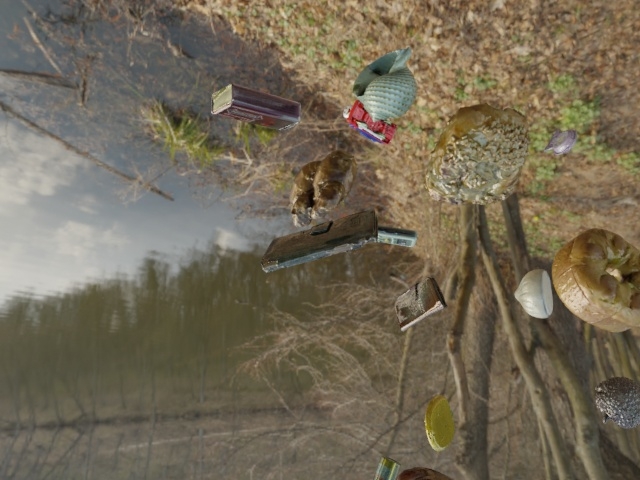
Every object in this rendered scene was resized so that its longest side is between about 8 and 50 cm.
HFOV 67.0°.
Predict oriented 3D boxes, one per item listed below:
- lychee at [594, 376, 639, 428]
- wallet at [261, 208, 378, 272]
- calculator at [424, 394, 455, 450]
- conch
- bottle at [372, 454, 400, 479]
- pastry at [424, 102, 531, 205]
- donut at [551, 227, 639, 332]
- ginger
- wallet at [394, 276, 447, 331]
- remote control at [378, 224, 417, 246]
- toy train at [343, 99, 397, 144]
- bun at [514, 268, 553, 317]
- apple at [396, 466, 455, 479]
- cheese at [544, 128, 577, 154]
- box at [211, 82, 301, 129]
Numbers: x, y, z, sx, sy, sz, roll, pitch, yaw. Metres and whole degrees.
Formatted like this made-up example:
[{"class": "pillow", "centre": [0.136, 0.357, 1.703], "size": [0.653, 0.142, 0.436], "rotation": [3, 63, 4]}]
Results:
[{"class": "lychee", "centre": [0.461, 0.250, 0.743], "size": [0.067, 0.083, 0.068], "rotation": [42, 168, -23]}, {"class": "wallet", "centre": [0.000, -0.001, 1.300], "size": [0.316, 0.169, 0.044], "rotation": [-16, 114, 15]}, {"class": "calculator", "centre": [0.371, 0.557, 1.488], "size": [0.032, 0.146, 0.235], "rotation": [-18, 174, 30]}, {"class": "conch", "centre": [0.188, -0.402, 1.288], "size": [0.131, 0.200, 0.172], "rotation": [48, 169, -32]}, {"class": "bottle", "centre": [0.220, 0.976, 1.840], "size": [0.082, 0.286, 0.082], "rotation": [22, 165, 7]}, {"class": "pastry", "centre": [0.403, -0.195, 1.236], "size": [0.255, 0.162, 0.311], "rotation": [-8, 148, 0]}, {"class": "donut", "centre": [0.600, 0.081, 1.011], "size": [0.226, 0.227, 0.114], "rotation": [4, 148, -19]}, {"class": "ginger", "centre": [-0.005, -0.182, 1.841], "size": [0.152, 0.274, 0.357], "rotation": [23, 156, -32]}, {"class": "wallet", "centre": [0.365, 0.239, 1.826], "size": [0.031, 0.137, 0.255], "rotation": [-1, 152, -32]}, {"class": "remote control", "centre": [0.267, -0.027, 2.091], "size": [0.296, 0.056, 0.140], "rotation": [9, 164, 8]}, {"class": "toy train", "centre": [0.170, -0.414, 1.705], "size": [0.204, 0.083, 0.131], "rotation": [22, -174, -34]}, {"class": "bun", "centre": [0.602, 0.152, 1.376], "size": [0.094, 0.138, 0.138], "rotation": [-5, 161, 33]}, {"class": "apple", "centre": [0.246, 0.624, 0.948], "size": [0.288, 0.317, 0.288], "rotation": [-46, 173, -7]}, {"class": "cheese", "centre": [0.885, -0.362, 1.776], "size": [0.042, 0.105, 0.191], "rotation": [30, -168, -4]}, {"class": "box", "centre": [-0.175, -0.364, 1.329], "size": [0.224, 0.069, 0.120], "rotation": [4, 175, -42]}]
